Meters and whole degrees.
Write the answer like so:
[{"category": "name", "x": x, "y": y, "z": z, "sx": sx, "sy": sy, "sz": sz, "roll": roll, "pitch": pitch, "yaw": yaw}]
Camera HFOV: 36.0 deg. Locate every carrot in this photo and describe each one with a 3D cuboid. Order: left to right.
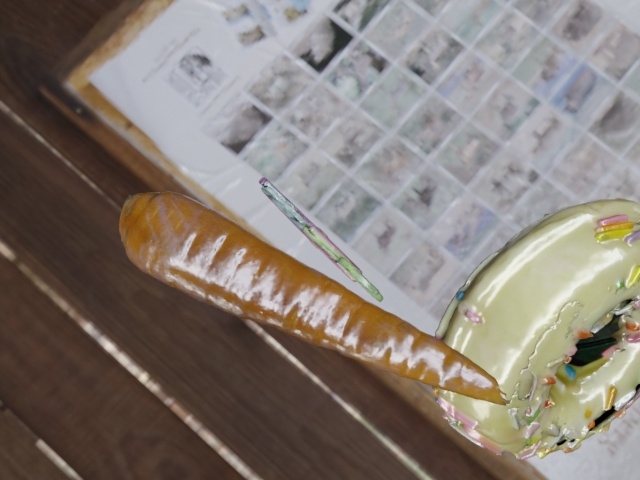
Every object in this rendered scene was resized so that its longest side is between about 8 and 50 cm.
[{"category": "carrot", "x": -0.006, "y": 0.032, "z": 0.489, "sx": 0.048, "sy": 0.216, "sz": 0.048, "roll": -61, "pitch": 169, "yaw": -20}]

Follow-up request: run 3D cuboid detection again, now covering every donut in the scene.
[{"category": "donut", "x": 0.143, "y": 0.056, "z": 0.562, "sx": 0.175, "sy": 0.068, "sz": 0.174, "roll": -19, "pitch": 131, "yaw": -23}]

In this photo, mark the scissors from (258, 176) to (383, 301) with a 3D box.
[{"category": "scissors", "x": 0.000, "y": 0.000, "z": 1.086, "sx": 0.020, "sy": 0.187, "sz": 0.133, "roll": -45, "pitch": 177, "yaw": -1}]
